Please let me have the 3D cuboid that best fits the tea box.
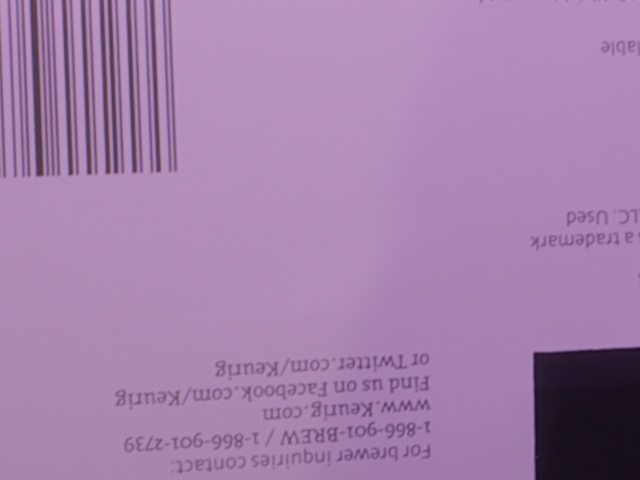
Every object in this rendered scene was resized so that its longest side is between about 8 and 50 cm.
[{"bbox_3d":[0.000,0.000,0.680,0.329,0.323,0.220,-2,94,-13],"label":"tea box"}]
